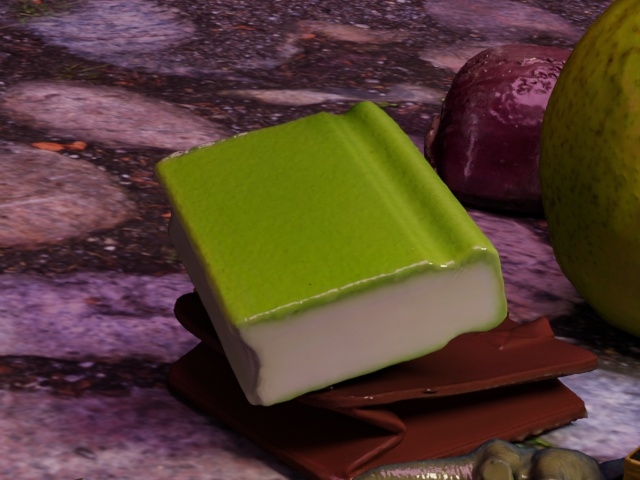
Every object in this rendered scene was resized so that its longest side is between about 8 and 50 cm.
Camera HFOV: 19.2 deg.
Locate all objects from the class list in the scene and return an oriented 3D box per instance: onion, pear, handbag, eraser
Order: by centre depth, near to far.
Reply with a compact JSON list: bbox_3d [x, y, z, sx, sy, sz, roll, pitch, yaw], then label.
[{"bbox_3d":[0.000,0.000,1.468,0.210,0.092,0.274,-17,31,-7],"label":"eraser"},{"bbox_3d":[0.044,0.100,1.529,0.275,0.084,0.260,-9,22,-36],"label":"handbag"},{"bbox_3d":[0.382,-0.086,1.696,0.391,0.391,0.391,4,20,-2],"label":"pear"},{"bbox_3d":[0.292,-0.131,2.098,0.349,0.159,0.267,6,23,6],"label":"onion"}]

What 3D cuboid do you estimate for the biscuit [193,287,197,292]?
[{"bbox_3d":[-0.003,0.025,1.678,0.183,0.039,0.174,-24,-16,18],"label":"biscuit"}]

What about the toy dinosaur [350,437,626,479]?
[{"bbox_3d":[0.142,0.174,1.400,0.248,0.075,0.188,3,10,10],"label":"toy dinosaur"}]

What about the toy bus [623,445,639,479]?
[{"bbox_3d":[0.334,0.151,1.383,0.121,0.123,0.335,15,22,30],"label":"toy bus"}]

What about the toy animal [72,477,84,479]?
[{"bbox_3d":[-0.176,0.201,1.261,0.028,0.050,0.084,23,48,-22],"label":"toy animal"}]
